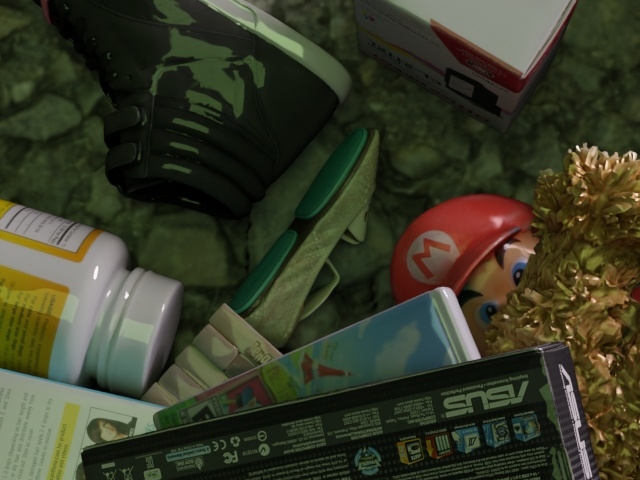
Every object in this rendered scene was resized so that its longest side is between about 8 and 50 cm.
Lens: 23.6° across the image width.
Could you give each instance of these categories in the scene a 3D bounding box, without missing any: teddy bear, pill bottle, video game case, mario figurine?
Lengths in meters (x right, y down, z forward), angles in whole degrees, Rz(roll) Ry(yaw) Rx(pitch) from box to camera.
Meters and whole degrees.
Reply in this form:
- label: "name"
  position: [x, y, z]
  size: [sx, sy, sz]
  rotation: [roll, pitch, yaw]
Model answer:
- label: "teddy bear"
  position: [0.142, 0.115, 0.875]
  size: [0.245, 0.113, 0.338]
  rotation: [43, 100, -4]
- label: "pill bottle"
  position: [-0.205, 0.035, 1.018]
  size: [0.215, 0.117, 0.117]
  rotation: [17, 81, 5]
- label: "video game case"
  position: [0.025, 0.159, 0.848]
  size: [0.193, 0.023, 0.212]
  rotation: [-25, 80, 18]
- label: "mario figurine"
  position: [0.181, 0.091, 0.968]
  size: [0.320, 0.170, 0.198]
  rotation: [36, 52, 0]

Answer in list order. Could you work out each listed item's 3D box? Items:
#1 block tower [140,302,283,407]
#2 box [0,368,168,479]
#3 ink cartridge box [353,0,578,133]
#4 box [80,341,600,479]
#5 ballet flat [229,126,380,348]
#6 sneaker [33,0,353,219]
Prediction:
- label: "block tower"
  position: [-0.137, 0.200, 1.001]
  size: [0.091, 0.097, 0.335]
  rotation: [41, 85, 8]
- label: "box"
  position: [-0.137, 0.143, 0.933]
  size: [0.244, 0.060, 0.100]
  rotation: [13, 81, 5]
- label: "ink cartridge box"
  position: [0.093, -0.145, 1.014]
  size: [0.127, 0.175, 0.072]
  rotation: [31, 85, 7]
- label: "box"
  position: [0.021, 0.186, 0.806]
  size: [0.270, 0.060, 0.216]
  rotation: [-15, 85, 20]
- label: "ballet flat"
  position: [0.000, 0.000, 1.060]
  size: [0.052, 0.057, 0.168]
  rotation: [37, 86, -21]
- label: "sneaker"
  position: [-0.139, -0.119, 1.048]
  size: [0.296, 0.104, 0.147]
  rotation: [28, 77, 2]
